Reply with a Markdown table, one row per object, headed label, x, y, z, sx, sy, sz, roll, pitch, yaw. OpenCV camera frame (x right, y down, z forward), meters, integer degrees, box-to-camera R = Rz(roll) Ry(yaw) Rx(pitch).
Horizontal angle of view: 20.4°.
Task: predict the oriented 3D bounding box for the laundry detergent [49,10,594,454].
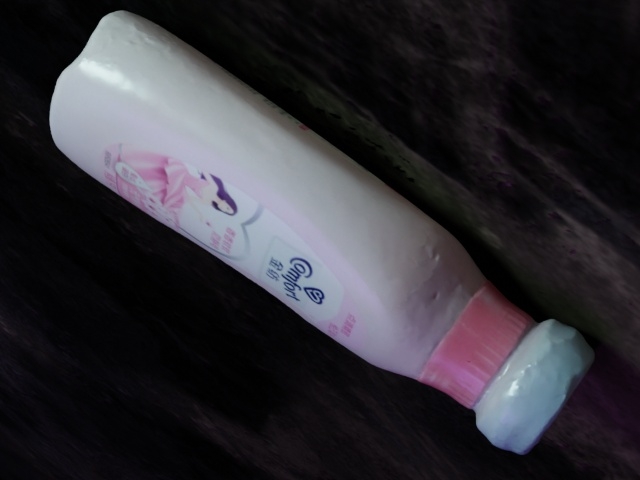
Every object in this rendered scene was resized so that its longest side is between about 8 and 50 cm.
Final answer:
| label | x | y | z | sx | sy | sz | roll | pitch | yaw |
| --- | --- | --- | --- | --- | --- | --- | --- | --- | --- |
| laundry detergent | 0.000 | 0.000 | 1.020 | 0.335 | 0.088 | 0.159 | 35 | 164 | 6 |
